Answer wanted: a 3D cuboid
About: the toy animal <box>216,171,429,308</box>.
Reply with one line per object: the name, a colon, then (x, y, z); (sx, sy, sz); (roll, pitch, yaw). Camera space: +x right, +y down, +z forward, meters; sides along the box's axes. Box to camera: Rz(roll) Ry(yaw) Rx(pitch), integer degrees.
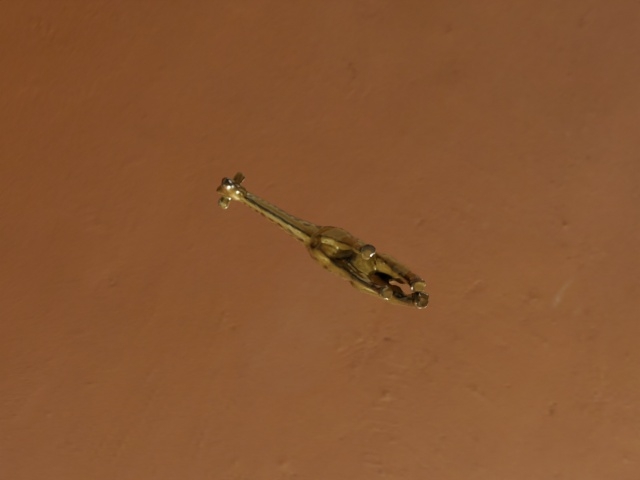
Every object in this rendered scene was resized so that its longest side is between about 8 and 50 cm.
toy animal: (0.004, 0.002, 1.313); (0.054, 0.275, 0.149); (-59, -30, -1)
